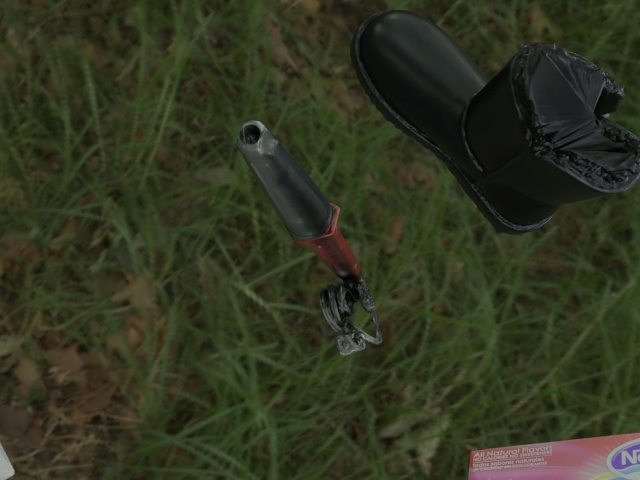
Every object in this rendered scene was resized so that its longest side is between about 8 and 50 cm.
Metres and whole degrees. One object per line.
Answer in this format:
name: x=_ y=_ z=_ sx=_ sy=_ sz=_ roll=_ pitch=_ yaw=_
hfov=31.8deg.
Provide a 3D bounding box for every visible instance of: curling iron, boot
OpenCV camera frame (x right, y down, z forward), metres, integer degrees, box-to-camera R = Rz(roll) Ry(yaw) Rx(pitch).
curling iron: x=0.000 y=0.000 z=0.672 sx=0.035 sy=0.274 sz=0.068 roll=-18 pitch=62 yaw=4
boot: x=0.138 y=-0.121 z=0.906 sx=0.094 sy=0.207 sz=0.246 roll=-38 pitch=87 yaw=-16

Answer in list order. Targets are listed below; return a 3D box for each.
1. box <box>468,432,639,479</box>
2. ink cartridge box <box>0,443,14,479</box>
box: x=0.271 y=0.243 z=0.858 sx=0.142 sy=0.300 sz=0.154 roll=-76 pitch=147 yaw=-47
ink cartridge box: x=-0.243 y=0.112 z=0.602 sx=0.092 sy=0.143 sz=0.090 roll=-30 pitch=82 yaw=-3
